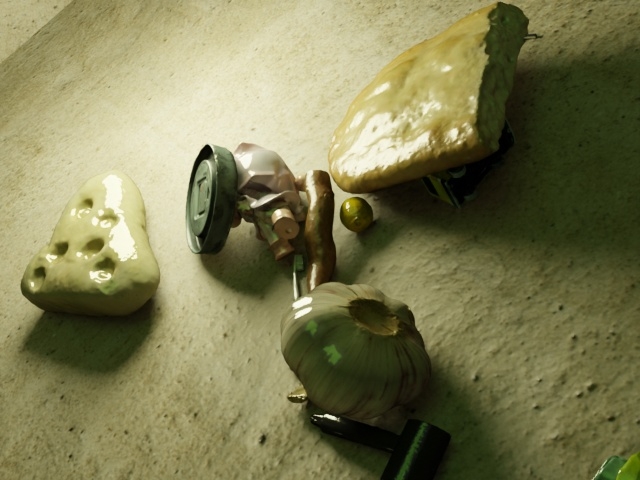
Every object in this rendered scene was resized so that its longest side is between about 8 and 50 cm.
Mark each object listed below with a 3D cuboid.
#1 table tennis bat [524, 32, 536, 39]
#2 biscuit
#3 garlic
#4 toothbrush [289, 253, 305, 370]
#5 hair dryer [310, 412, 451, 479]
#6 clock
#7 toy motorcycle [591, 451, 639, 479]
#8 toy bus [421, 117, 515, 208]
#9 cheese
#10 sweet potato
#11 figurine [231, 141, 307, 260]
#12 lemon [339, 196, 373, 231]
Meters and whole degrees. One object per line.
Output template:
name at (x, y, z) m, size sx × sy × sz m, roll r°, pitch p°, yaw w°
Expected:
table tennis bat at (0.408, -0.421, 1.725) m, size 0.083 × 0.007 × 0.050 m, roll 2°, pitch 54°, yaw 33°
biscuit at (0.187, -0.267, 1.571) m, size 0.446 × 0.104 × 0.429 m, roll -16°, pitch 41°, yaw 46°
garlic at (0.026, 0.195, 1.317) m, size 0.253 × 0.245 × 0.245 m, roll -54°, pitch 33°, yaw 34°
toothbrush at (-0.044, 0.126, 1.515) m, size 0.024 × 0.018 × 0.257 m, roll -10°, pitch 48°, yaw 14°
hair dryer at (0.069, 0.312, 1.263) m, size 0.248 × 0.070 × 0.114 m, roll 7°, pitch 57°, yaw 39°
clock at (-0.223, -0.082, 1.674) m, size 0.226 × 0.049 × 0.226 m, roll -173°, pitch 90°, yaw -65°
toy motorcycle at (0.325, 0.410, 0.955) m, size 0.191 × 0.200 × 0.327 m, roll 22°, pitch 77°, yaw 40°
toy bus at (0.268, -0.155, 1.523) m, size 0.175 × 0.088 × 0.101 m, roll -49°, pitch 43°, yaw -12°
cheese at (-0.438, 0.012, 1.756) m, size 0.328 × 0.130 × 0.351 m, roll 11°, pitch 62°, yaw 38°
sweet potato at (0.000, 0.000, 1.541) m, size 0.059 × 0.067 × 0.281 m, roll 2°, pitch 69°, yaw -9°
figurine at (-0.107, -0.083, 1.645) m, size 0.200 × 0.133 × 0.276 m, roll -28°, pitch 46°, yaw 1°
lemon at (0.066, -0.051, 1.569) m, size 0.065 × 0.065 × 0.092 m, roll -30°, pitch 26°, yaw 4°
